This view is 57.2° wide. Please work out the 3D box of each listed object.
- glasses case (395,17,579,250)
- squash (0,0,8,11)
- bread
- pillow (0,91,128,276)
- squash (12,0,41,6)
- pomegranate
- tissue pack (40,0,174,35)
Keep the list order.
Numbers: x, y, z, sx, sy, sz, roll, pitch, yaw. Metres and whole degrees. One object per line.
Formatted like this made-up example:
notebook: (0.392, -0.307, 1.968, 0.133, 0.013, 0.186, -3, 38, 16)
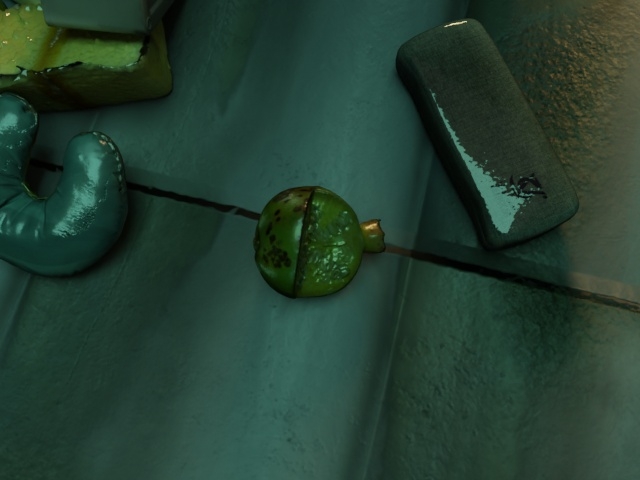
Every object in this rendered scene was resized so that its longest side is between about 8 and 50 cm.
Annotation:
glasses case: (0.221, -0.149, 0.798, 0.131, 0.074, 0.323, -22, 76, -2)
squash: (-0.567, -0.399, 0.898, 0.258, 0.069, 0.069, 43, 81, 13)
bread: (-0.353, -0.247, 0.820, 0.266, 0.141, 0.178, -6, 36, 3)
pillow: (-0.367, -0.063, 0.767, 0.234, 0.086, 0.214, 23, 98, 2)
squash: (-0.427, -0.445, 0.882, 0.252, 0.169, 0.093, 38, 36, 12)
pomegranate: (-0.010, -0.001, 0.750, 0.169, 0.122, 0.143, -17, 106, -37)
tissue pack: (-0.269, -0.404, 0.793, 0.136, 0.159, 0.246, 8, 44, 3)
